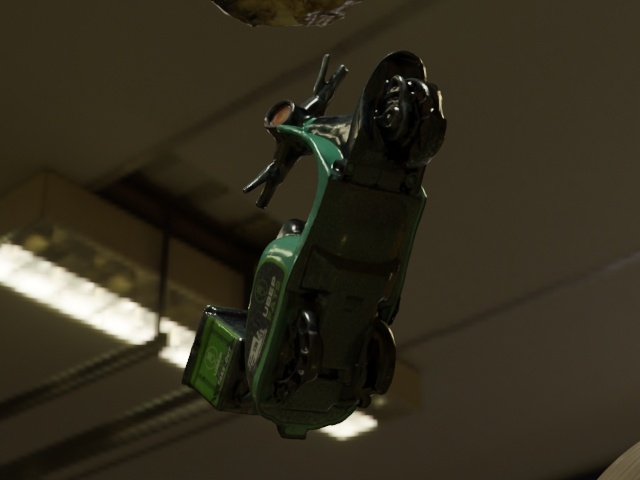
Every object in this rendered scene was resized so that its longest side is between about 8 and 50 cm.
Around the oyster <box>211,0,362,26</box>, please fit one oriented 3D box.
[{"bbox_3d":[-0.062,-0.246,0.965,0.107,0.233,0.161,-32,-8,-9],"label":"oyster"}]

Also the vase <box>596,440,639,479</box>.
[{"bbox_3d":[0.197,0.143,0.803,0.101,0.053,0.053,-51,-45,2],"label":"vase"}]

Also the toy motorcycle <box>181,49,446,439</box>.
[{"bbox_3d":[0.000,0.000,0.574,0.058,0.173,0.100,10,13,-37],"label":"toy motorcycle"}]
